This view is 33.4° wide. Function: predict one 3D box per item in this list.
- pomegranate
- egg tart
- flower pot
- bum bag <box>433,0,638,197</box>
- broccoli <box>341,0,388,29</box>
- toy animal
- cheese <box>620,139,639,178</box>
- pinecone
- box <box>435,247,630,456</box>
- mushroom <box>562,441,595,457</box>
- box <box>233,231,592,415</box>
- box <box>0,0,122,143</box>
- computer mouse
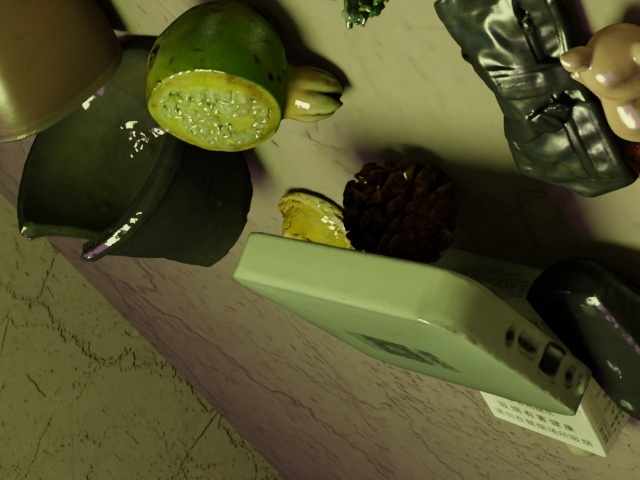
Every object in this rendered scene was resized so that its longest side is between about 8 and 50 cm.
[{"bbox_3d":[-0.101,-0.225,1.359,0.241,0.159,0.190,-3,151,20],"label":"pomegranate"},{"bbox_3d":[0.000,0.000,1.737,0.191,0.074,0.191,34,160,14],"label":"egg tart"},{"bbox_3d":[-0.258,-0.104,1.665,0.379,0.379,0.251,12,167,47],"label":"flower pot"},{"bbox_3d":[0.219,-0.154,1.082,0.137,0.074,0.310,4,137,43],"label":"bum bag"},{"bbox_3d":[0.005,-0.294,1.032,0.154,0.160,0.167,41,147,43],"label":"broccoli"},{"bbox_3d":[0.291,-0.144,0.989,0.150,0.083,0.089,42,-159,-36],"label":"toy animal"},{"bbox_3d":[0.348,-0.071,1.132,0.047,0.017,0.111,18,151,48],"label":"cheese"},{"bbox_3d":[0.100,-0.037,1.407,0.174,0.173,0.173,32,157,15],"label":"pinecone"},{"bbox_3d":[0.304,0.164,1.563,0.210,0.095,0.330,15,147,44],"label":"box"},{"bbox_3d":[0.415,0.304,1.699,0.083,0.068,0.083,-21,-90,-83],"label":"mushroom"},{"bbox_3d":[0.121,0.103,1.367,0.373,0.090,0.367,10,164,42],"label":"box"},{"bbox_3d":[-0.466,-0.316,1.566,0.301,0.301,0.216,22,145,34],"label":"box"},{"bbox_3d":[0.391,0.123,1.332,0.269,0.100,0.170,48,160,-13],"label":"computer mouse"}]
